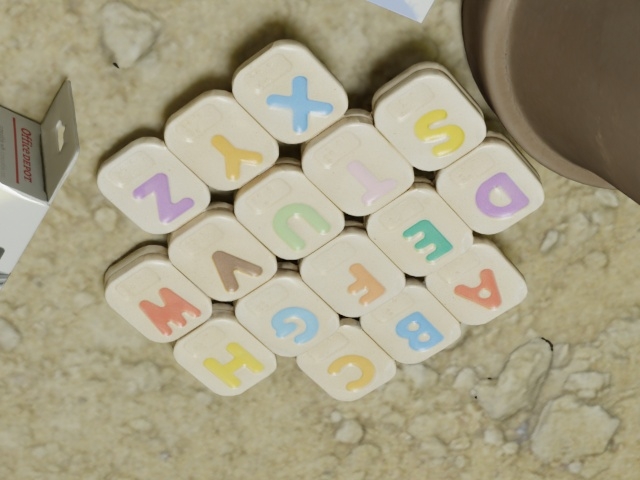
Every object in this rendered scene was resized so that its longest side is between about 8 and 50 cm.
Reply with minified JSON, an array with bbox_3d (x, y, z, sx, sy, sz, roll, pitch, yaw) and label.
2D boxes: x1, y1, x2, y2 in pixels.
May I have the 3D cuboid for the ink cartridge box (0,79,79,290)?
[{"bbox_3d":[-0.217,-0.018,0.975,0.060,0.104,0.180,23,114,-25],"label":"ink cartridge box"}]

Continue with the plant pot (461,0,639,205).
[{"bbox_3d":[0.242,-0.110,0.956,0.263,0.229,0.263,-7,124,-11],"label":"plant pot"}]

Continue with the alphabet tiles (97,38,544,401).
[{"bbox_3d":[0.000,0.000,1.066,0.284,0.021,0.278,-33,125,19],"label":"alphabet tiles"}]

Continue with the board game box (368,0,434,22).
[{"bbox_3d":[0.040,-0.249,0.928,0.160,0.039,0.211,18,117,-24],"label":"board game box"}]
